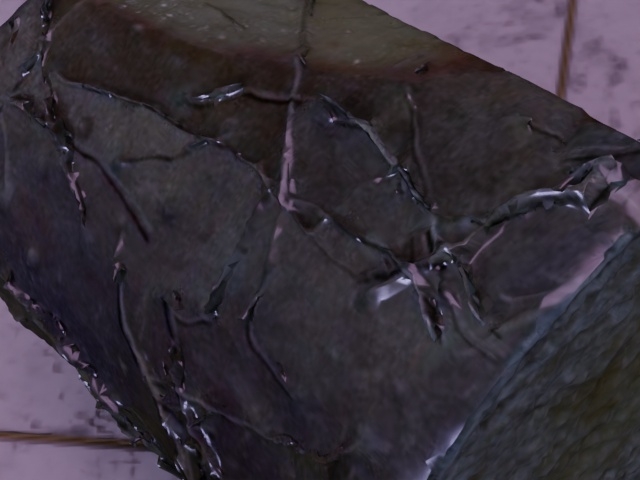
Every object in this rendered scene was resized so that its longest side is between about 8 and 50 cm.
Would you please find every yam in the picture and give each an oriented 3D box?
[{"bbox_3d":[-0.001,0.004,0.574,0.271,0.202,0.201,41,101,33],"label":"yam"}]
